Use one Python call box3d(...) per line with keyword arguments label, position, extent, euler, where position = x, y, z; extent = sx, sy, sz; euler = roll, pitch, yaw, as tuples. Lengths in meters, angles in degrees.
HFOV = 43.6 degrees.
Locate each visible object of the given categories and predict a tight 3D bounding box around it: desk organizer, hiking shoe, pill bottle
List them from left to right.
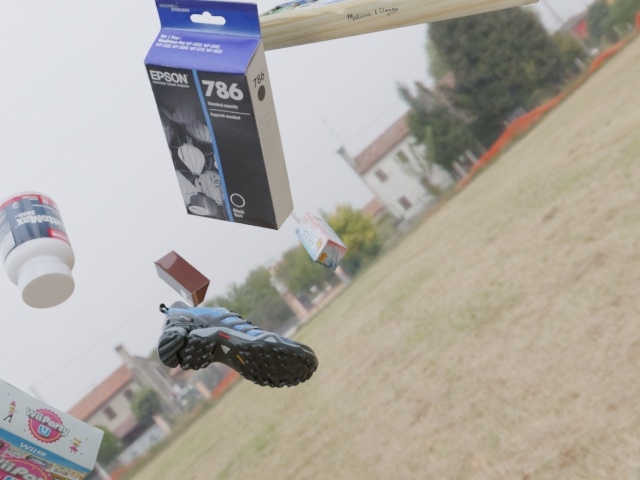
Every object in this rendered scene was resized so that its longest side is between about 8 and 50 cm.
box3d(label="pill bottle", position=(-0.453, 0.016, 1.276), extent=(0.108, 0.180, 0.108), euler=(-20, -37, -16))
box3d(label="desk organizer", position=(-0.279, 0.077, 1.635), extent=(0.050, 0.130, 0.047), euler=(-37, -36, -27))
box3d(label="hiking shoe", position=(-0.145, 0.178, 1.470), extent=(0.132, 0.304, 0.113), euler=(-99, 31, -52))

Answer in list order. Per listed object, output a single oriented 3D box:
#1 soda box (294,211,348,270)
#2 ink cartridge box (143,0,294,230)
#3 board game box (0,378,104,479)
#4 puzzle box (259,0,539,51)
box3d(label="soda box", position=(0.000, 0.000, 1.825), extent=(0.063, 0.058, 0.183), euler=(-58, 25, 11))
box3d(label="ink cartridge box", position=(-0.143, -0.169, 1.119), extent=(0.065, 0.165, 0.333), euler=(-56, -33, -43))
box3d(label="board game box", position=(-0.587, 0.417, 1.505), extent=(0.303, 0.224, 0.098), euler=(-44, 24, 29))
box3d(label="puzzle box", position=(0.130, -0.363, 1.176), extent=(0.408, 0.052, 0.272), euler=(-4, 24, 23))
